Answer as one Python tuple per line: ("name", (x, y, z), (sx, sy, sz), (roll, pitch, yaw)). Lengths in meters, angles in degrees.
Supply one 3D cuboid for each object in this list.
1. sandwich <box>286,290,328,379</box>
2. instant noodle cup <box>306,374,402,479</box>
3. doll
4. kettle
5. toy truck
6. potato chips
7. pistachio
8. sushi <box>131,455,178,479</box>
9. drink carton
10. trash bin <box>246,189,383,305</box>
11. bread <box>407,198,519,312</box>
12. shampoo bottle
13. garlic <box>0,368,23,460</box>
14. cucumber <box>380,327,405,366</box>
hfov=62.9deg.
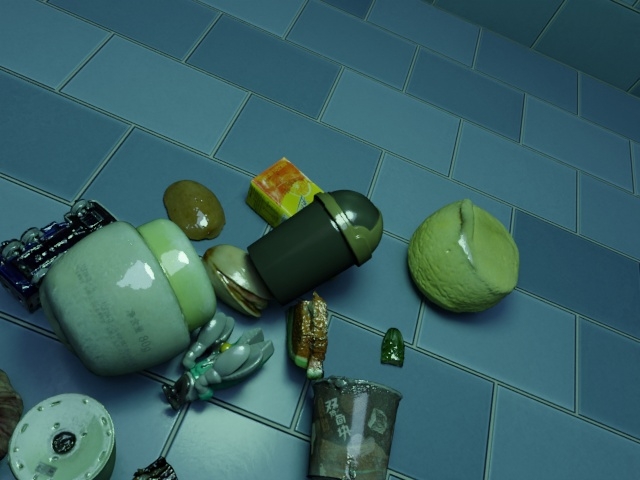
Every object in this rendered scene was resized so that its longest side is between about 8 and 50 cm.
("sandwich", (-0.035, 0.233, 1.279), (0.079, 0.159, 0.235), (5, 52, -12))
("instant noodle cup", (0.069, 0.434, 1.169), (0.217, 0.217, 0.208), (14, 63, -9))
("doll", (-0.225, 0.281, 1.194), (0.194, 0.153, 0.258), (15, 45, 26))
("kettle", (-0.476, 0.425, 0.960), (0.165, 0.255, 0.241), (22, 52, -7))
("toy truck", (-0.609, 0.031, 1.236), (0.124, 0.155, 0.268), (40, 53, 9))
("potato chips", (-0.349, -0.091, 1.460), (0.150, 0.049, 0.202), (-20, 72, -22))
("pistachio", (-0.213, 0.099, 1.328), (0.215, 0.144, 0.144), (40, 56, 12))
("sushi", (-0.331, 0.501, 1.056), (0.084, 0.098, 0.094), (-28, 68, -31))
("drink carton", (-0.035, -0.066, 1.504), (0.351, 0.111, 0.154), (42, 57, 10))
("trash bin", (0.000, 0.000, 1.305), (0.333, 0.214, 0.214), (-30, 69, -1))
("bread", (0.409, 0.048, 1.511), (0.320, 0.237, 0.321), (15, 59, -26))
("shampoo bottle", (-0.411, 0.123, 1.135), (0.317, 0.322, 0.323), (-30, 71, -25))
("garlic", (-0.703, 0.344, 0.998), (0.244, 0.161, 0.245), (8, 58, -13))
("cucumber", (0.199, 0.280, 1.407), (0.067, 0.035, 0.108), (13, 54, -8))
